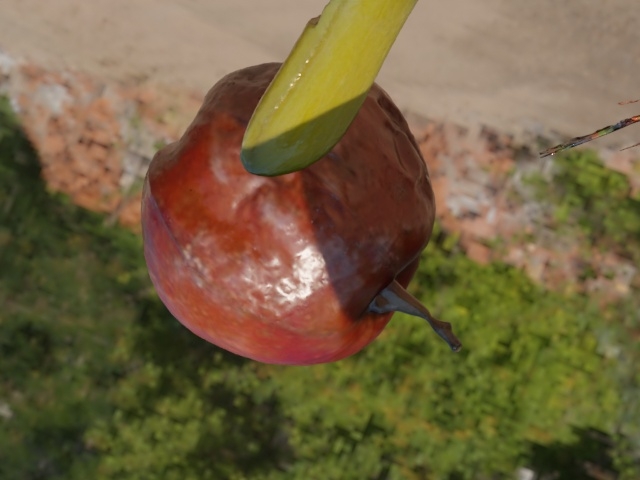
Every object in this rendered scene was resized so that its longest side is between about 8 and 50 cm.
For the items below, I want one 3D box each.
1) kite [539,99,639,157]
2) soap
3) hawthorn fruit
[{"bbox_3d":[0.286,-0.110,1.259,0.244,0.006,0.198,-18,-165,15],"label":"kite"},{"bbox_3d":[0.009,-0.102,0.954,0.033,0.168,0.089,45,-149,20],"label":"soap"},{"bbox_3d":[0.000,0.000,1.242,0.272,0.242,0.242,45,-178,17],"label":"hawthorn fruit"}]
